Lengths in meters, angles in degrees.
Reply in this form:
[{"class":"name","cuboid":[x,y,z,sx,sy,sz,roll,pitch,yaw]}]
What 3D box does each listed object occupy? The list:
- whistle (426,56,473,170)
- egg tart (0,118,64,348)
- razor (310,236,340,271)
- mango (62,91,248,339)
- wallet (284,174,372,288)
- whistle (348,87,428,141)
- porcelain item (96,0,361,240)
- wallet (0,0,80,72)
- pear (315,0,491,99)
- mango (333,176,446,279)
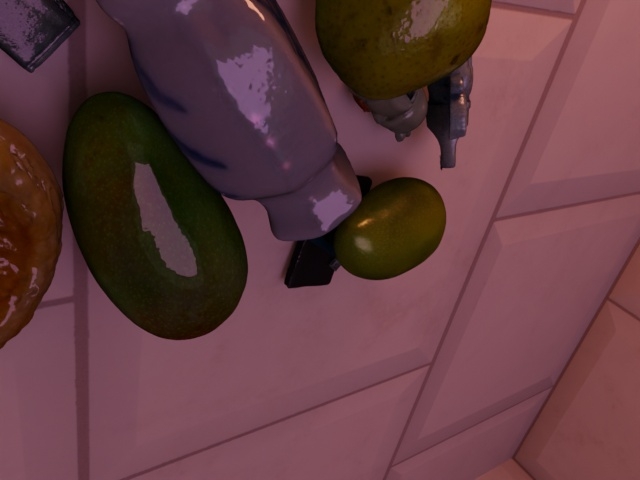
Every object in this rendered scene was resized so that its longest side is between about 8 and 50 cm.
[{"class":"whistle","cuboid":[0.230,-0.261,0.982,0.093,0.180,0.269,-2,113,10]},{"class":"egg tart","cuboid":[-0.475,-0.002,0.579,0.388,0.169,0.388,-25,137,-27]},{"class":"razor","cuboid":[0.002,0.002,1.032,0.068,0.037,0.191,-52,139,3]},{"class":"mango","cuboid":[-0.215,-0.017,0.735,0.201,0.225,0.382,-25,134,-18]},{"class":"wallet","cuboid":[0.013,-0.017,1.077,0.124,0.025,0.244,1,118,-42]},{"class":"whistle","cuboid":[0.109,-0.249,0.915,0.106,0.101,0.253,-14,156,27]},{"class":"porcelain item","cuboid":[-0.097,-0.184,0.697,0.178,0.242,0.405,-27,134,10]},{"class":"wallet","cuboid":[-0.335,-0.257,0.596,0.088,0.026,0.129,-48,138,-4]},{"class":"pear","cuboid":[0.111,-0.320,0.767,0.239,0.139,0.288,-42,122,-9]},{"class":"mango","cuboid":[0.130,-0.022,1.032,0.343,0.156,0.192,-18,128,-59]}]
